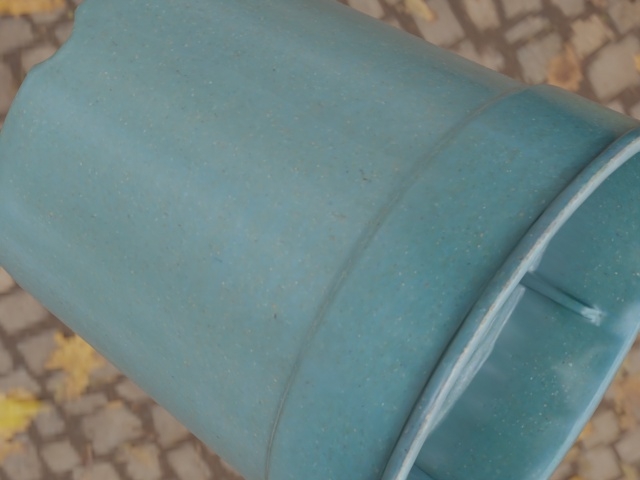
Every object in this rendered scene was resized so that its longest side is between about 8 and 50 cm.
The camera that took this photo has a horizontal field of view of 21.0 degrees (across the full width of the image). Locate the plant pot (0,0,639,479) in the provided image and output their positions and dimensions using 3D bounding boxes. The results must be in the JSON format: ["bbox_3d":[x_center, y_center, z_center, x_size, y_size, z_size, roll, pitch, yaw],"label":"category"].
[{"bbox_3d":[0.000,0.000,1.059,0.341,0.334,0.341,-45,155,-27],"label":"plant pot"}]
